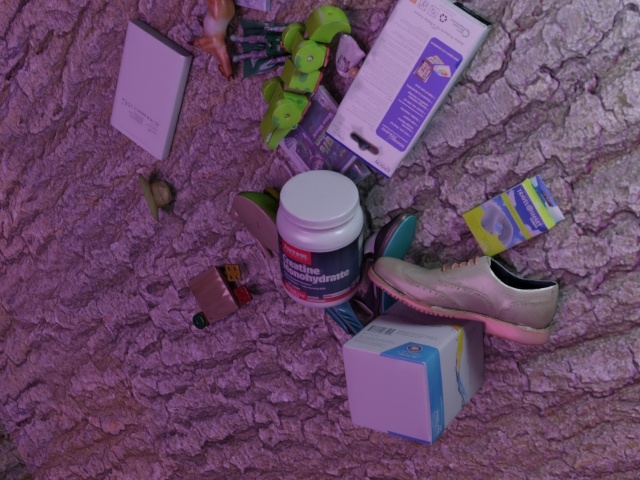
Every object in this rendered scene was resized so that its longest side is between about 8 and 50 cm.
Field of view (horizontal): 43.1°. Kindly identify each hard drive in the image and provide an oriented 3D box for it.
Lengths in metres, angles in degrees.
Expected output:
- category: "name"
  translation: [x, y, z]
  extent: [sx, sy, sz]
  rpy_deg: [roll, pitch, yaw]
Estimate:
- category: "hard drive"
  translation: [-0.446, -0.390, 2.110]
  extent: [0.203, 0.040, 0.307]
  rpy_deg: [36, 126, 20]

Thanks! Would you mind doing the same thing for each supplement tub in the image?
- category: "supplement tub"
  translation: [0.000, 0.000, 1.803]
  extent: [0.191, 0.191, 0.272]
  rpy_deg: [26, 140, 26]

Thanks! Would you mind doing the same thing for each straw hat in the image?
- category: "straw hat"
  translation: [-0.438, -0.126, 2.199]
  extent: [0.061, 0.144, 0.144]
  rpy_deg: [-21, 98, -1]

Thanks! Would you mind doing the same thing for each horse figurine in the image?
- category: "horse figurine"
  translation: [-0.253, -0.523, 1.888]
  extent: [0.174, 0.066, 0.263]
  rpy_deg: [40, 131, 30]

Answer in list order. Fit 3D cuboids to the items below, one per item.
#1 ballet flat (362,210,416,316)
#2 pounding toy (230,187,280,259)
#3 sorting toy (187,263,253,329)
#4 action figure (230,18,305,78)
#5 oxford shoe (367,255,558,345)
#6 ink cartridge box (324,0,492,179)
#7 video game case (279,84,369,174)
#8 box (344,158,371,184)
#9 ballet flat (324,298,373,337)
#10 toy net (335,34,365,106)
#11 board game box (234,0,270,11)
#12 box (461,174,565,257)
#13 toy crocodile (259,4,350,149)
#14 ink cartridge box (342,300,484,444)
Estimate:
- category: "ballet flat"
  translation: [0.139, 0.045, 1.827]
  extent: [0.096, 0.095, 0.280]
  rpy_deg: [34, 127, 36]
- category: "pounding toy"
  translation: [-0.118, -0.064, 1.982]
  extent: [0.183, 0.110, 0.237]
  rpy_deg: [49, 160, -4]
- category: "sorting toy"
  translation: [-0.275, 0.139, 2.202]
  extent: [0.274, 0.046, 0.132]
  rpy_deg: [-30, 89, 41]
- category: "action figure"
  translation: [-0.096, -0.439, 1.817]
  extent: [0.232, 0.063, 0.137]
  rpy_deg: [3, 107, 32]
- category: "oxford shoe"
  translation: [0.297, 0.085, 1.688]
  extent: [0.397, 0.140, 0.146]
  rpy_deg: [16, 112, 11]
- category: "ink cartridge box"
  translation: [0.169, -0.319, 1.628]
  extent: [0.176, 0.069, 0.371]
  rpy_deg: [37, 119, 9]
- category: "video game case"
  translation: [0.002, -0.219, 1.804]
  extent: [0.173, 0.022, 0.190]
  rpy_deg: [52, 132, 10]
- category: "box"
  translation: [0.012, -0.190, 1.854]
  extent: [0.145, 0.038, 0.186]
  rpy_deg: [-35, 88, 41]
- category: "ballet flat"
  translation: [0.099, 0.207, 1.898]
  extent: [0.247, 0.087, 0.083]
  rpy_deg: [52, 173, 32]
- category: "toy net"
  translation: [0.074, -0.326, 1.749]
  extent: [0.122, 0.045, 0.232]
  rpy_deg: [-4, 105, 41]
- category: "board game box"
  translation: [-0.151, -0.570, 1.826]
  extent: [0.090, 0.020, 0.090]
  rpy_deg: [23, 121, 29]
- category: "box"
  translation: [0.386, -0.046, 1.633]
  extent: [0.178, 0.042, 0.109]
  rpy_deg: [-31, 89, 42]
- category: "toy crocodile"
  translation: [-0.045, -0.346, 1.736]
  extent: [0.340, 0.105, 0.115]
  rpy_deg: [-64, 32, 30]
- category: "ink cartridge box"
  translation: [0.209, 0.268, 1.748]
  extent: [0.198, 0.270, 0.197]
  rpy_deg: [7, 115, 35]
